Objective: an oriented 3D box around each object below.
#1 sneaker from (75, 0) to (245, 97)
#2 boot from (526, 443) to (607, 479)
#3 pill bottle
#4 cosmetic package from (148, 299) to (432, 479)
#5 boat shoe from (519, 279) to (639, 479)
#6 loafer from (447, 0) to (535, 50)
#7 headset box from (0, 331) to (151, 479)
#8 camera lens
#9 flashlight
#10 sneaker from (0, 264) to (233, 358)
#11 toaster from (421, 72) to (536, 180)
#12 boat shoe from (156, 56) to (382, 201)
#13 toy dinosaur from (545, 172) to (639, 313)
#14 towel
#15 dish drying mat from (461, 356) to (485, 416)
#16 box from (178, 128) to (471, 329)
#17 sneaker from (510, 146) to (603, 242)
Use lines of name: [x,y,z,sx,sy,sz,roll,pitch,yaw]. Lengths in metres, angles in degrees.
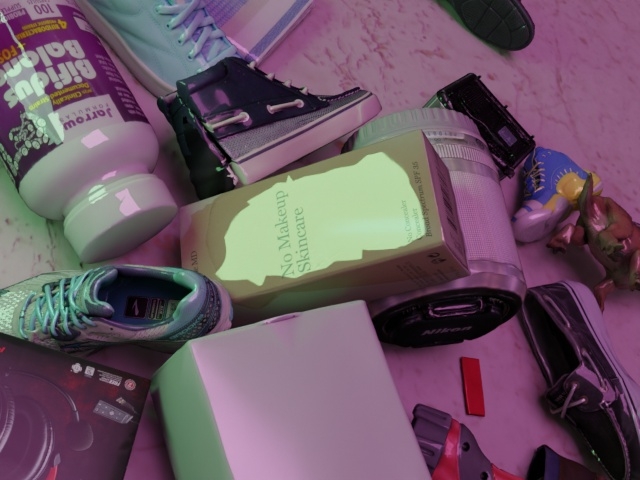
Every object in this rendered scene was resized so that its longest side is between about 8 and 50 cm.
sneaker: [-0.207,-0.304,1.079,0.366,0.150,0.135,39,54,-7]
boot: [0.302,0.370,1.052,0.106,0.082,0.219,37,43,6]
pill bottle: [-0.293,-0.131,0.928,0.169,0.169,0.301,-26,79,-36]
cosmetic package: [-0.007,0.273,0.806,0.217,0.156,0.385,-8,68,-32]
boat shoe: [0.375,0.213,1.158,0.119,0.121,0.335,-3,55,-22]
loafer: [0.272,-0.468,1.462,0.302,0.109,0.095,34,49,-5]
headset box: [-0.310,0.247,0.752,0.218,0.110,0.293,22,56,-17]
camera lens: [0.142,-0.008,1.067,0.219,0.219,0.274,5,63,-27]
flashlight: [0.241,0.300,0.977,0.304,0.103,0.103,21,50,7]
sneaker: [-0.239,0.063,0.835,0.283,0.122,0.110,-6,70,1]
toaster: [0.231,-0.157,1.248,0.168,0.110,0.186,48,36,3]
boat shoe: [-0.057,-0.181,1.060,0.340,0.127,0.158,-34,97,-45]
toy dinosaur: [0.474,-0.002,1.280,0.295,0.127,0.200,54,50,-15]
towel: [-0.160,-0.402,1.232,0.285,0.034,0.209,36,55,-5]
dish drying mat: [0.214,0.205,1.127,0.032,0.008,0.083,12,59,-24]
box: [0.000,0.000,0.930,0.121,0.311,0.148,38,38,-60]
sneaker: [0.360,-0.081,1.323,0.240,0.091,0.126,-22,64,-42]
